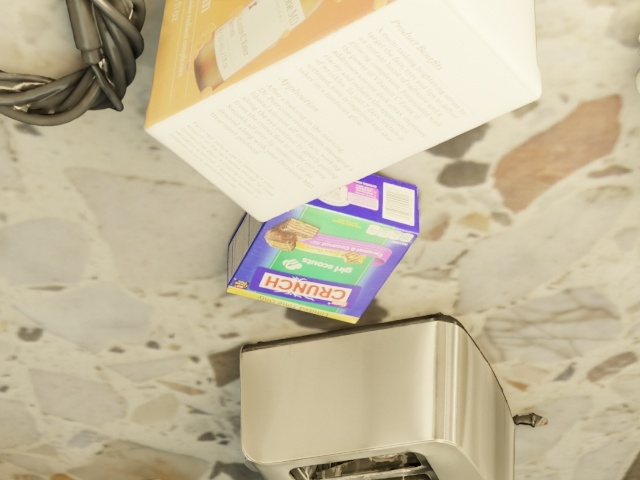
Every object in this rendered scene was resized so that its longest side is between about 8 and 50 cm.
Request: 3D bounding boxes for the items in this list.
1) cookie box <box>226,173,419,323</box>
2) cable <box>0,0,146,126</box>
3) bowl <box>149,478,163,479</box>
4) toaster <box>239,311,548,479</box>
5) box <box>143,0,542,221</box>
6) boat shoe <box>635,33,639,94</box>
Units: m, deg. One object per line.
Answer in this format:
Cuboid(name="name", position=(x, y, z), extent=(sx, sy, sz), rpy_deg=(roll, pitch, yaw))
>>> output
Cuboid(name="cookie box", position=(0.000, 0.000, 1.019), extent=(0.092, 0.040, 0.107), rpy_deg=(14, 143, -15))
Cuboid(name="cable", position=(-0.167, -0.128, 0.868), extent=(0.150, 0.047, 0.184), rpy_deg=(-31, 129, 30))
Cuboid(name="bowl", position=(-0.141, 0.247, 1.350), extent=(0.142, 0.053, 0.142), rpy_deg=(-21, 136, 30))
Cuboid(name="toaster", position=(0.050, 0.140, 1.144), extent=(0.186, 0.110, 0.168), rpy_deg=(-10, 142, 17))
Cuboid(name="box", position=(0.012, -0.109, 0.799), extent=(0.170, 0.130, 0.091), rpy_deg=(-24, 134, 31))
Cuboid(name="boat shoe", position=(0.207, -0.082, 0.861), extent=(0.081, 0.079, 0.227), rpy_deg=(-6, 146, 5))
